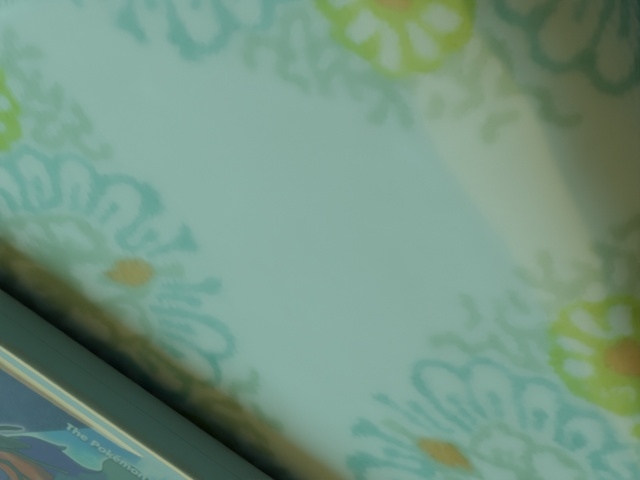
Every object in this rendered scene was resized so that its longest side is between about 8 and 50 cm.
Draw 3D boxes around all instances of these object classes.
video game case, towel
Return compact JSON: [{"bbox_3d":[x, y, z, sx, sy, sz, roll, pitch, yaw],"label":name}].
[{"bbox_3d":[-0.124,0.087,0.642,0.201,0.023,0.183,36,137,-4],"label":"video game case"},{"bbox_3d":[-0.033,0.008,0.602,0.374,0.090,0.320,-8,125,35],"label":"towel"}]
